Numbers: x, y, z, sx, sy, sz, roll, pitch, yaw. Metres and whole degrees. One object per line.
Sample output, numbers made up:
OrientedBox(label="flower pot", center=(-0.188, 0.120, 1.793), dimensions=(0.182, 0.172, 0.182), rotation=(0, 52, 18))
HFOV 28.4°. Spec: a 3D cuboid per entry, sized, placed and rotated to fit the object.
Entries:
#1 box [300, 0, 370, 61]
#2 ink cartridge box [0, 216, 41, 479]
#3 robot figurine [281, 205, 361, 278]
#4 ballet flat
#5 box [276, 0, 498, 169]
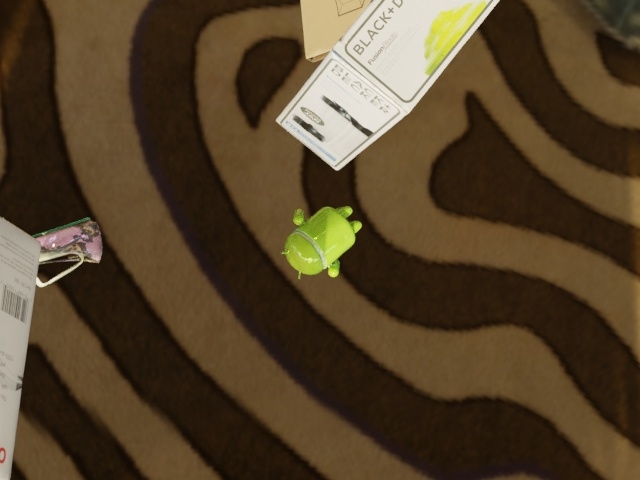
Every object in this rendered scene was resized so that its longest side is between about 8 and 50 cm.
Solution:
OrientedBox(label="box", center=(0.040, -0.347, 1.637), dimensions=(0.021, 0.164, 0.201), rotation=(10, 70, -52))
OrientedBox(label="ink cartridge box", center=(-0.315, 0.082, 1.033), dimensions=(0.093, 0.160, 0.219), rotation=(-1, 71, 16))
OrientedBox(label="robot figurine", center=(0.000, 0.000, 1.714), dimensions=(0.115, 0.067, 0.101), rotation=(-40, 106, -22))
OrientedBox(label="ballet flat", center=(-0.396, 0.027, 1.700), dimensions=(0.222, 0.077, 0.079), rotation=(-13, 82, -27))
OrientedBox(label="box", center=(0.062, -0.177, 1.216), dimensions=(0.087, 0.290, 0.169), rotation=(40, 76, -4))
